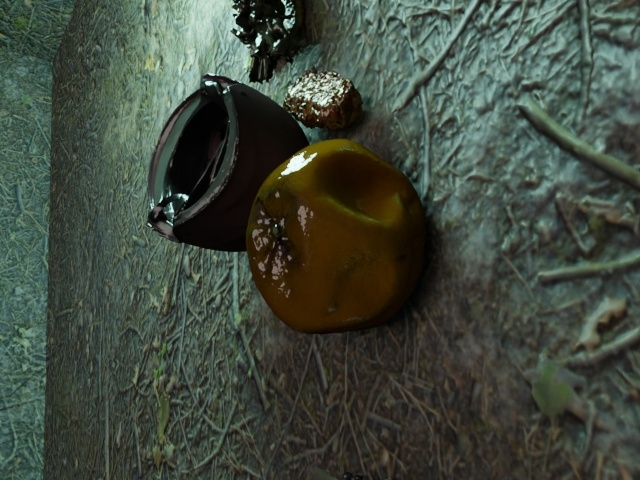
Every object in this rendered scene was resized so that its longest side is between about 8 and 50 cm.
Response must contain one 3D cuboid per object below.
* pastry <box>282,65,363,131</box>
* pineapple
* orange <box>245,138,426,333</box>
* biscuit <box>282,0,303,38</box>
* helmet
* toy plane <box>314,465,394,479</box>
[{"bbox_3d":[0.006,-0.203,0.975,0.087,0.063,0.169,-54,33,1],"label":"pastry"},{"bbox_3d":[-0.116,-0.442,1.098,0.175,0.175,0.362,-40,60,44],"label":"pineapple"},{"bbox_3d":[0.000,0.000,0.818,0.249,0.183,0.249,-20,64,50],"label":"orange"},{"bbox_3d":[-0.077,-0.441,1.187,0.131,0.025,0.231,-30,58,48],"label":"biscuit"},{"bbox_3d":[-0.136,-0.108,1.037,0.338,0.197,0.271,19,89,62],"label":"helmet"},{"bbox_3d":[0.039,0.395,0.749,0.192,0.088,0.262,-1,84,28],"label":"toy plane"}]
